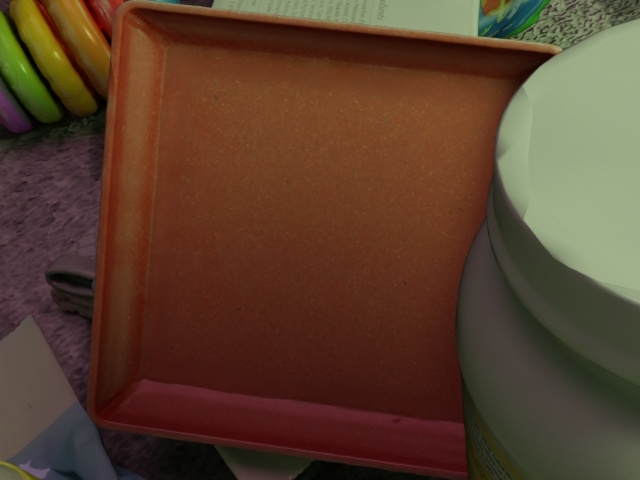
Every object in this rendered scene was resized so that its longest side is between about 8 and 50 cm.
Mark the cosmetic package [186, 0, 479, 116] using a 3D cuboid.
[{"bbox_3d":[0.014,-0.079,0.797,0.184,0.151,0.151,4,43,7],"label":"cosmetic package"}]

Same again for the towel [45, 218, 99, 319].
[{"bbox_3d":[-0.002,-0.030,0.907,0.332,0.053,0.317,12,44,23],"label":"towel"}]

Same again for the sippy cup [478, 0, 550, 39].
[{"bbox_3d":[0.071,-0.243,0.986,0.240,0.305,0.224,48,45,-2],"label":"sippy cup"}]

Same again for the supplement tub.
[{"bbox_3d":[0.183,0.090,0.505,0.241,0.331,0.241,-6,40,5],"label":"supplement tub"}]

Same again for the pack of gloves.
[{"bbox_3d":[-0.125,0.096,0.744,0.195,0.046,0.232,-39,55,-14],"label":"pack of gloves"}]

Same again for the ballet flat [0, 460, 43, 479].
[{"bbox_3d":[-0.232,0.142,0.645,0.231,0.077,0.077,16,54,7],"label":"ballet flat"}]

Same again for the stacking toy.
[{"bbox_3d":[-0.269,-0.162,1.068,0.302,0.165,0.175,-29,45,-1],"label":"stacking toy"}]

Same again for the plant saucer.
[{"bbox_3d":[0.000,0.000,0.685,0.259,0.258,0.048,7,11,6],"label":"plant saucer"}]
